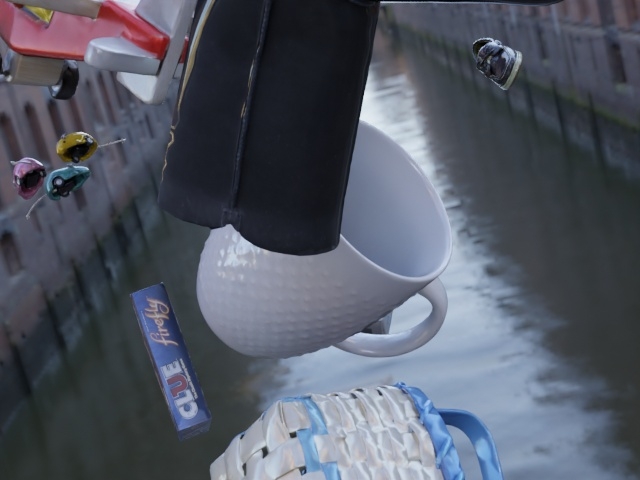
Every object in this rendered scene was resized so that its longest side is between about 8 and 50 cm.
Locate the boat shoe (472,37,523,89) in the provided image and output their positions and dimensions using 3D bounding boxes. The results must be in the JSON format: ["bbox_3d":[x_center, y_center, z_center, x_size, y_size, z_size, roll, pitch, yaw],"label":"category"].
[{"bbox_3d":[0.234,-0.241,1.547,0.049,0.056,0.152,21,13,-9],"label":"boat shoe"}]

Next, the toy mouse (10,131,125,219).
[{"bbox_3d":[-0.345,-0.084,1.454,0.161,0.031,0.143,-11,-32,-54],"label":"toy mouse"}]

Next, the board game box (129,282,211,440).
[{"bbox_3d":[-0.180,0.155,1.388,0.042,0.165,0.243,-20,-10,-10],"label":"board game box"}]

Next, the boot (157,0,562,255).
[{"bbox_3d":[0.032,-0.158,1.129,0.367,0.445,0.146,28,35,15],"label":"boot"}]

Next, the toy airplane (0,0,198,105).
[{"bbox_3d":[-0.274,-0.307,1.408,0.384,0.272,0.386,6,4,1],"label":"toy airplane"}]

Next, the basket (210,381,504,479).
[{"bbox_3d":[0.061,0.245,0.965,0.289,0.255,0.201,12,-44,-30],"label":"basket"}]

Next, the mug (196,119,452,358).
[{"bbox_3d":[0.017,0.047,1.674,0.328,0.374,0.276,-39,26,36],"label":"mug"}]

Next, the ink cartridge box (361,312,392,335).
[{"bbox_3d":[0.000,0.000,2.168,0.308,0.091,0.385,3,57,14],"label":"ink cartridge box"}]
